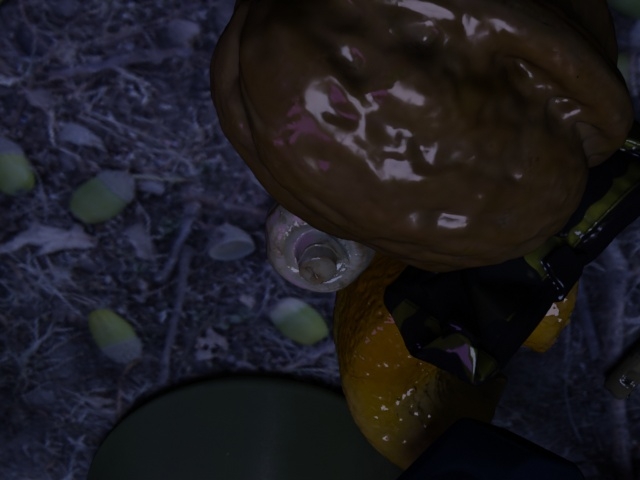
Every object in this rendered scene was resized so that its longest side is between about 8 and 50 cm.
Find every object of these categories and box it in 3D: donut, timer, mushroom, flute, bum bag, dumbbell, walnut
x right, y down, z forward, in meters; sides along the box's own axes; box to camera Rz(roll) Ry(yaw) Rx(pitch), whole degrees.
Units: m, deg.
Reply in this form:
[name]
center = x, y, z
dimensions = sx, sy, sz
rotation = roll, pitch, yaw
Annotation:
[donut]
center = 0.081, 0.072, 1.128
dimensions = 0.152, 0.101, 0.259
rotation = 19, 128, -4
[timer]
center = -0.054, 0.305, 1.160
dimensions = 0.291, 0.315, 0.290
rotation = 1, 124, 1
[mushroom]
center = 0.000, 0.000, 1.090
dimensions = 0.084, 0.067, 0.083
rotation = -1, 131, -2
[flute]
center = 0.281, 0.036, 1.128
dimensions = 0.027, 0.027, 0.233
rotation = 25, 123, -15
[bum bag]
center = 0.137, -0.004, 1.014
dimensions = 0.107, 0.232, 0.060
rotation = 32, 155, 31
[dumbbell]
center = 0.198, 0.232, 1.133
dimensions = 0.325, 0.160, 0.144
rotation = 21, 89, -42
[walnut]
center = 0.064, -0.098, 0.927
dimensions = 0.257, 0.224, 0.257
rotation = 17, 164, 5
